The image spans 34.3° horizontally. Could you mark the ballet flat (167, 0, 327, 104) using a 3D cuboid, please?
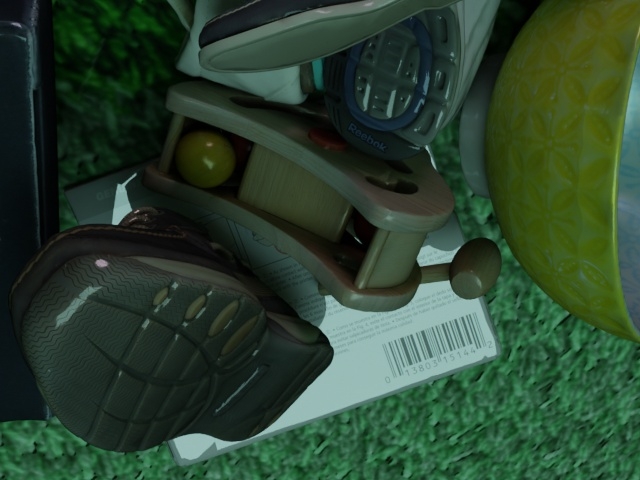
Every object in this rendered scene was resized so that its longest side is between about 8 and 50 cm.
[{"bbox_3d":[-0.063,-0.258,0.620,0.139,0.139,0.400,-8,129,-7],"label":"ballet flat"}]

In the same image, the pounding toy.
[{"bbox_3d":[0.000,0.000,0.747,0.269,0.154,0.155,22,115,1],"label":"pounding toy"}]

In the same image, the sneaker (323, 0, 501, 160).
[{"bbox_3d":[0.084,-0.204,0.703,0.111,0.129,0.297,24,107,17],"label":"sneaker"}]

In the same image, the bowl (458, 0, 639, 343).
[{"bbox_3d":[0.198,-0.079,0.770,0.156,0.289,0.289,11,140,35],"label":"bowl"}]

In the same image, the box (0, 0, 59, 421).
[{"bbox_3d":[-0.367,-0.052,0.642,0.395,0.212,0.293,0,127,-12],"label":"box"}]

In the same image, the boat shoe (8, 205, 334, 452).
[{"bbox_3d":[-0.106,0.053,0.682,0.132,0.130,0.355,-45,159,0],"label":"boat shoe"}]

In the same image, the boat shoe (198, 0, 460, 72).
[{"bbox_3d":[0.019,-0.158,0.617,0.206,0.065,0.075,-20,173,4],"label":"boat shoe"}]

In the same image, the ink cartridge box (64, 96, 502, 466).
[{"bbox_3d":[-0.027,0.023,0.876,0.296,0.066,0.261,-19,104,2],"label":"ink cartridge box"}]
